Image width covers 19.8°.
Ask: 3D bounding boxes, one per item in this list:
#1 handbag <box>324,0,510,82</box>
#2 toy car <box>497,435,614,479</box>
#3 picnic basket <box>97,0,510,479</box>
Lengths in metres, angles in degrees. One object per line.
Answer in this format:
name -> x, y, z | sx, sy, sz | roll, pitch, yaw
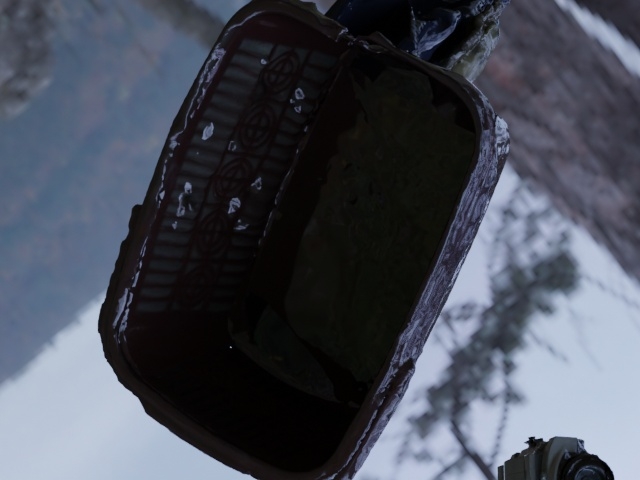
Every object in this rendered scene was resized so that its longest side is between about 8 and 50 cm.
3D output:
handbag -> 0.019, -0.099, 1.474 | 0.329, 0.122, 0.303 | -49, 177, 26
toy car -> 0.271, 0.379, 2.151 | 0.118, 0.301, 0.193 | 8, 165, -13
picnic basket -> 0.000, 0.000, 1.198 | 0.129, 0.222, 0.297 | -9, 125, -65
